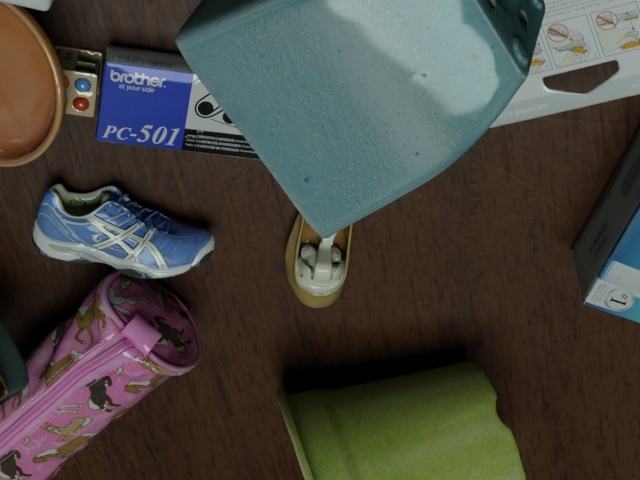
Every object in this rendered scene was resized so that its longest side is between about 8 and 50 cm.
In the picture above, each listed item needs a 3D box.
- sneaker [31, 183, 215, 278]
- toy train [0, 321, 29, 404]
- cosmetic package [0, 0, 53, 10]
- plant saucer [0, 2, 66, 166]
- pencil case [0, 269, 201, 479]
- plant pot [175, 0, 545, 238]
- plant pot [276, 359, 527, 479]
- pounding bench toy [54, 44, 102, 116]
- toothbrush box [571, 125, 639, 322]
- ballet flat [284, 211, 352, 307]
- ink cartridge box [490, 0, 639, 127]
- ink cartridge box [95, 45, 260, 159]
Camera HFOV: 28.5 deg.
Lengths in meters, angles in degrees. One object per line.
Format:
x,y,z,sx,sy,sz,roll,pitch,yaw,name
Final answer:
-0.225,-0.013,1.451,0.211,0.080,0.081,6,126,-8,sneaker
-0.484,0.201,1.433,0.334,0.190,0.142,-35,81,31,toy train
-0.445,-0.386,1.144,0.453,0.161,0.230,11,122,-9,cosmetic package
-0.347,-0.176,1.325,0.200,0.037,0.200,12,121,20,plant saucer
-0.318,0.192,1.530,0.386,0.167,0.160,-39,132,20,pencil case
0.066,-0.198,1.192,0.252,0.247,0.248,-21,118,31,plant pot
0.109,0.274,1.571,0.254,0.276,0.276,-20,123,-3,plant pot
-0.280,-0.172,1.352,0.083,0.065,0.052,8,123,-7,pounding bench toy
0.473,0.005,1.450,0.295,0.126,0.216,19,122,-9,toothbrush box
0.000,0.000,1.473,0.080,0.073,0.232,2,124,-3,ballet flat
0.244,-0.249,1.280,0.275,0.060,0.239,-11,126,26,ink cartridge box
-0.136,-0.148,1.375,0.207,0.046,0.097,6,123,-12,ink cartridge box
